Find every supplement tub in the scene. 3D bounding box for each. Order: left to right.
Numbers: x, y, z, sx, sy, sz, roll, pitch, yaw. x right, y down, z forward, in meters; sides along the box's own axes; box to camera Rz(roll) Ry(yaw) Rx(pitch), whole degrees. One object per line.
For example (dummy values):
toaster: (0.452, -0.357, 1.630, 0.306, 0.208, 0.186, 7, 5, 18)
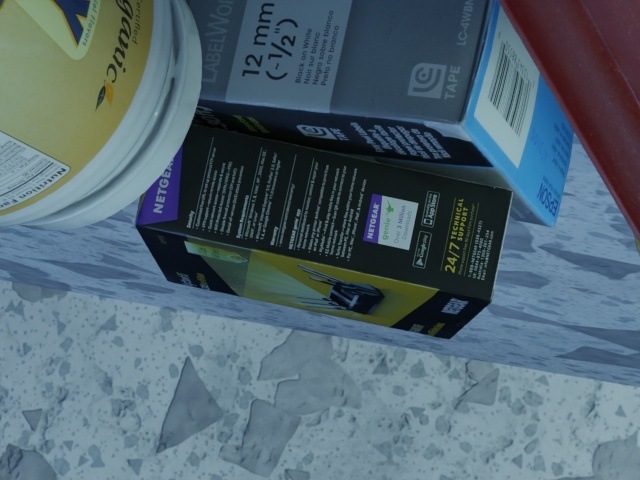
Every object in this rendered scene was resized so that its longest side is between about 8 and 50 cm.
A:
supplement tub: (-0.226, -0.137, 0.997, 0.228, 0.228, 0.316, 7, 169, 27)

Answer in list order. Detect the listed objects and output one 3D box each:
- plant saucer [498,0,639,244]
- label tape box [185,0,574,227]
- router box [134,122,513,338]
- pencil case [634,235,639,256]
plant saucer: (0.211, -0.101, 0.872, 0.259, 0.048, 0.258, 56, 153, -16)
label tape box: (-0.015, -0.109, 1.238, 0.347, 0.115, 0.249, 6, 168, 22)
router box: (0.000, 0.000, 1.281, 0.243, 0.081, 0.309, 12, 172, 1)
pencil case: (0.360, -0.017, 1.303, 0.124, 0.113, 0.273, 45, 156, -25)
